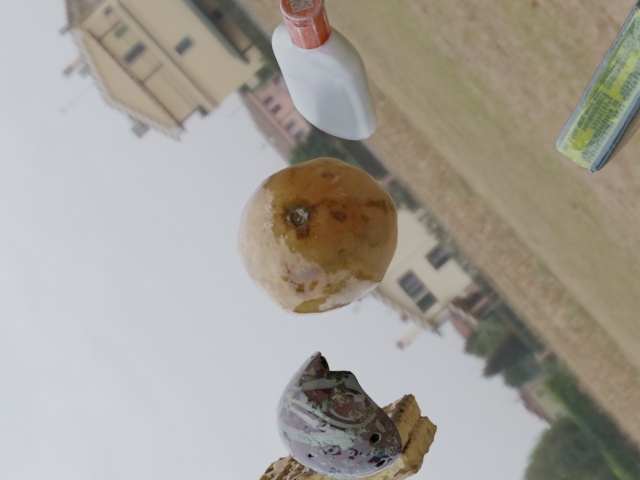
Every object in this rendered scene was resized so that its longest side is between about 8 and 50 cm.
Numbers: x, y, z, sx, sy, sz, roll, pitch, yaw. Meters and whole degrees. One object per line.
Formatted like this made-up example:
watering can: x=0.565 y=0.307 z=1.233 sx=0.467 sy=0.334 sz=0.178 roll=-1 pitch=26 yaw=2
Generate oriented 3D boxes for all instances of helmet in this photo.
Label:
helmet: x=0.007 y=0.240 z=1.407 sx=0.177 sy=0.107 sz=0.153 roll=30 pitch=142 yaw=47

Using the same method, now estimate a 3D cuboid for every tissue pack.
tissue pack: x=0.408 y=-0.226 z=1.387 sx=0.081 sy=0.185 sz=0.257 roll=37 pitch=145 yaw=13

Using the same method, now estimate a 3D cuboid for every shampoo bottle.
shampoo bottle: x=0.000 y=-0.180 z=1.129 sx=0.108 sy=0.051 sz=0.221 roll=30 pitch=166 yaw=21

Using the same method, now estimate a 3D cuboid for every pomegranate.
pomegranate: x=-0.002 y=-0.002 z=1.373 sx=0.207 sy=0.207 sz=0.207 roll=48 pitch=-176 yaw=-4

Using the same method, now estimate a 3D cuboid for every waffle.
waffle: x=0.030 y=0.372 z=1.784 sx=0.091 sy=0.308 sz=0.213 roll=58 pitch=-163 yaw=-1
